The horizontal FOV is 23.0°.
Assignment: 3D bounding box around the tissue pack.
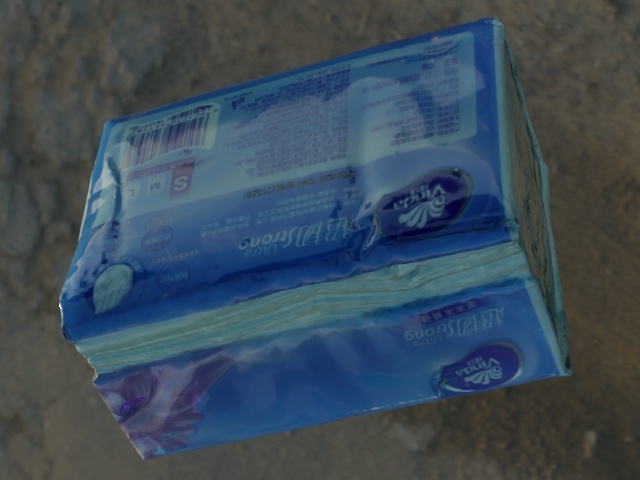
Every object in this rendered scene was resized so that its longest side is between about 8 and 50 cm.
[{"bbox_3d":[0.000,0.000,0.931,0.263,0.146,0.198,-13,40,14],"label":"tissue pack"}]
